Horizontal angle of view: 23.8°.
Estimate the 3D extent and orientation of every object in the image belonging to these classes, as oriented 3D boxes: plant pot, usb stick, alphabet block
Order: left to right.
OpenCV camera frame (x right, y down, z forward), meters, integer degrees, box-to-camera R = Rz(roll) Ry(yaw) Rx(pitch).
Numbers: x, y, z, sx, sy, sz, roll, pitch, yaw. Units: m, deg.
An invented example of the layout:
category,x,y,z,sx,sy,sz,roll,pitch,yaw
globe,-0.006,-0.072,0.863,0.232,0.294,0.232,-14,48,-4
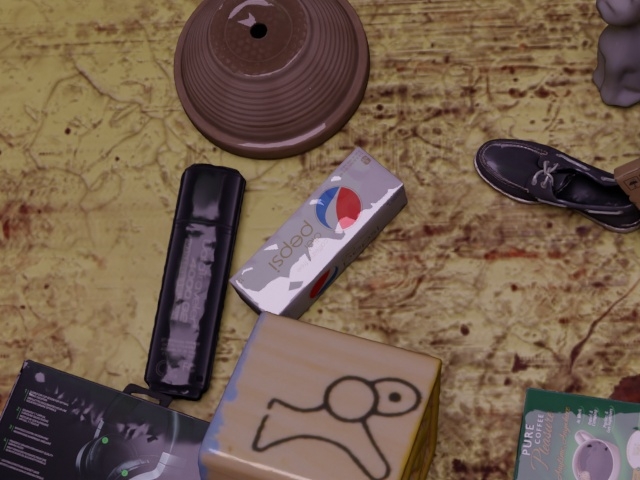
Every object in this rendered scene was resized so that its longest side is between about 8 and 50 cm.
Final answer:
category,x,y,z,sx,sy,sz,roll,pitch,yaw
usb stick,-0.143,0.043,1.733,0.077,0.045,0.278,8,73,3
plant pot,-0.064,-0.224,1.774,0.237,0.110,0.237,-3,71,8
alphabet block,0.004,0.216,1.553,0.197,0.193,0.192,15,56,13

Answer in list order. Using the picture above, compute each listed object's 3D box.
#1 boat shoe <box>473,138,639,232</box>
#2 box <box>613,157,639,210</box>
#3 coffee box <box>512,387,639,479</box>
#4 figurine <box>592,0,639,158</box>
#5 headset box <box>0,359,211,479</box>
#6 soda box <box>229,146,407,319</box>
category,x,y,z,sx,sy,sz,roll,pitch,yaw
boat shoe,0.269,-0.072,1.699,0.206,0.065,0.075,23,77,14
box,0.436,-0.056,1.587,0.201,0.164,0.021,-24,37,31
coffee box,0.301,0.225,1.612,0.184,0.040,0.113,6,73,10
figurine,0.357,-0.183,1.634,0.092,0.209,0.215,-21,62,3
headset box,-0.238,0.287,1.621,0.246,0.131,0.283,16,75,13
soda box,0.000,0.000,1.713,0.074,0.069,0.216,41,81,18
